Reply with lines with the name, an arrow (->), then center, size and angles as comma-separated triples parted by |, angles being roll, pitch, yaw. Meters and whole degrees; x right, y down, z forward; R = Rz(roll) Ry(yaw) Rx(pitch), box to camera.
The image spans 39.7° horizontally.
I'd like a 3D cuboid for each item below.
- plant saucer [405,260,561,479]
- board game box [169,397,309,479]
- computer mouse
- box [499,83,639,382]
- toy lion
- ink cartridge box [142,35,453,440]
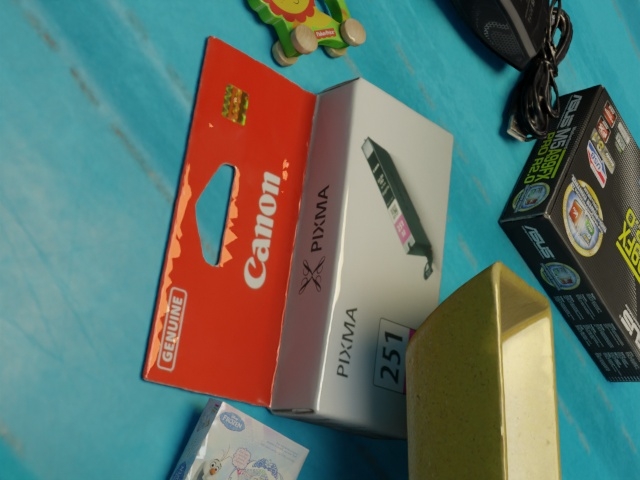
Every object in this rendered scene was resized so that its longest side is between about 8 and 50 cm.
plant saucer -> 0.137, 0.201, 0.709 | 0.333, 0.081, 0.332 | 24, 64, -68
board game box -> -0.061, 0.169, 0.619 | 0.090, 0.020, 0.090 | 38, 69, -34
computer mouse -> 0.179, -0.247, 0.910 | 0.272, 0.072, 0.188 | 52, 48, -40
box -> 0.325, -0.005, 1.007 | 0.270, 0.060, 0.216 | 51, 51, -25
toy lion -> -0.018, -0.197, 0.732 | 0.100, 0.034, 0.096 | -21, 89, -44
ink cartridge box -> 0.000, 0.000, 0.692 | 0.239, 0.060, 0.275 | 23, 67, -41
